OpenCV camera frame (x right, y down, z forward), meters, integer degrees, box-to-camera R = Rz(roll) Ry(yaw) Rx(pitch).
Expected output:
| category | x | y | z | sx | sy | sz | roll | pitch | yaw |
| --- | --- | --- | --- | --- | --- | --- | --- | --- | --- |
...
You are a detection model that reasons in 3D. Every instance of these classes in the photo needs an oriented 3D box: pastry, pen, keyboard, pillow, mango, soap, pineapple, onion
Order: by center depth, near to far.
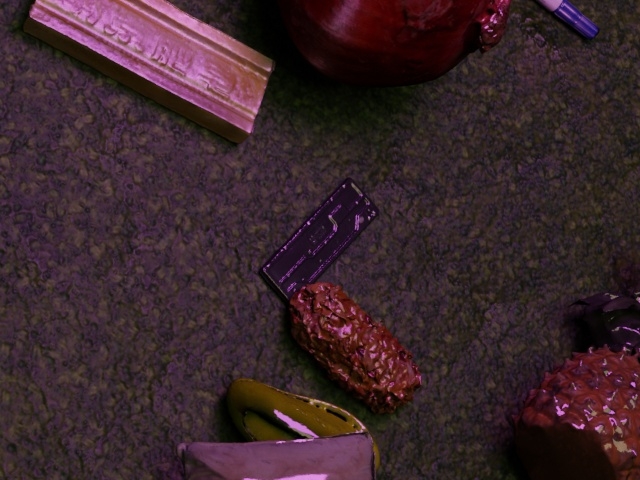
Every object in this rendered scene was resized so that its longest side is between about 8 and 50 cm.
| category | x | y | z | sx | sy | sz | roll | pitch | yaw |
| --- | --- | --- | --- | --- | --- | --- | --- | --- | --- |
| pillow | -0.026 | 0.318 | 1.351 | 0.184 | 0.075 | 0.303 | -2 | 66 | -12 |
| mango | -0.021 | 0.188 | 1.474 | 0.165 | 0.074 | 0.091 | 30 | 27 | 1 |
| soap | -0.166 | -0.192 | 1.509 | 0.252 | 0.037 | 0.092 | 27 | 64 | -21 |
| pastry | 0.041 | 0.108 | 1.533 | 0.169 | 0.063 | 0.087 | 40 | 63 | -19 |
| onion | 0.086 | -0.278 | 1.540 | 0.276 | 0.276 | 0.276 | 8 | 74 | -28 |
| keyboard | 0.000 | 0.000 | 1.569 | 0.053 | 0.010 | 0.155 | 50 | 60 | -9 |
| pineapple | 0.337 | 0.122 | 1.665 | 0.165 | 0.165 | 0.364 | 47 | 52 | -11 |
| pen | 0.244 | -0.298 | 1.775 | 0.204 | 0.025 | 0.025 | 34 | 63 | -18 |
